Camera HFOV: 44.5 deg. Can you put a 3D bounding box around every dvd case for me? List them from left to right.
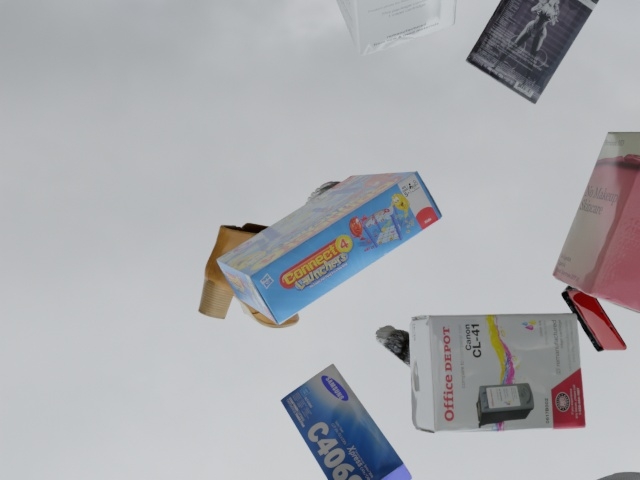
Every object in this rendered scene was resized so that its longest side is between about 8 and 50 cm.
[{"bbox_3d":[0.391,-0.388,1.445,0.164,0.221,0.018,27,-169,-17],"label":"dvd case"}]

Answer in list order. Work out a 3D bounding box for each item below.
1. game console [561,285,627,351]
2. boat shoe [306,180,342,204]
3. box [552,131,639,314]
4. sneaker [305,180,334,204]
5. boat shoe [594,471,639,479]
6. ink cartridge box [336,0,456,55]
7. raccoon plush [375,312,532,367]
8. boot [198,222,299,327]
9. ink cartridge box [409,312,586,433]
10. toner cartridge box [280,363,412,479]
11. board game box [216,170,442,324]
[{"bbox_3d":[0.559,0.143,1.567,0.085,0.144,0.124,-31,-178,43],"label":"game console"},{"bbox_3d":[-0.018,0.010,1.599,0.108,0.301,0.102,25,-146,6],"label":"boat shoe"},{"bbox_3d":[0.443,-0.025,1.094,0.126,0.232,0.148,19,-174,-5],"label":"box"},{"bbox_3d":[-0.002,-0.049,2.135,0.104,0.236,0.095,37,-158,21],"label":"sneaker"},{"bbox_3d":[0.478,0.474,1.312,0.335,0.119,0.121,-22,-139,35],"label":"boat shoe"},{"bbox_3d":[0.068,-0.482,1.039,0.160,0.385,0.279,-18,-112,-1],"label":"ink cartridge box"},{"bbox_3d":[0.383,0.262,2.065,0.446,0.216,0.299,37,-95,23],"label":"raccoon plush"},{"bbox_3d":[-0.126,0.074,1.712,0.295,0.211,0.104,13,-170,-46],"label":"boot"},{"bbox_3d":[0.338,0.254,1.510,0.306,0.226,0.131,0,171,-12],"label":"ink cartridge box"},{"bbox_3d":[0.053,0.462,1.839,0.165,0.075,0.348,-34,-137,-7],"label":"toner cartridge box"},{"bbox_3d":[0.000,0.000,1.296,0.308,0.086,0.302,-33,-168,-13],"label":"board game box"}]
